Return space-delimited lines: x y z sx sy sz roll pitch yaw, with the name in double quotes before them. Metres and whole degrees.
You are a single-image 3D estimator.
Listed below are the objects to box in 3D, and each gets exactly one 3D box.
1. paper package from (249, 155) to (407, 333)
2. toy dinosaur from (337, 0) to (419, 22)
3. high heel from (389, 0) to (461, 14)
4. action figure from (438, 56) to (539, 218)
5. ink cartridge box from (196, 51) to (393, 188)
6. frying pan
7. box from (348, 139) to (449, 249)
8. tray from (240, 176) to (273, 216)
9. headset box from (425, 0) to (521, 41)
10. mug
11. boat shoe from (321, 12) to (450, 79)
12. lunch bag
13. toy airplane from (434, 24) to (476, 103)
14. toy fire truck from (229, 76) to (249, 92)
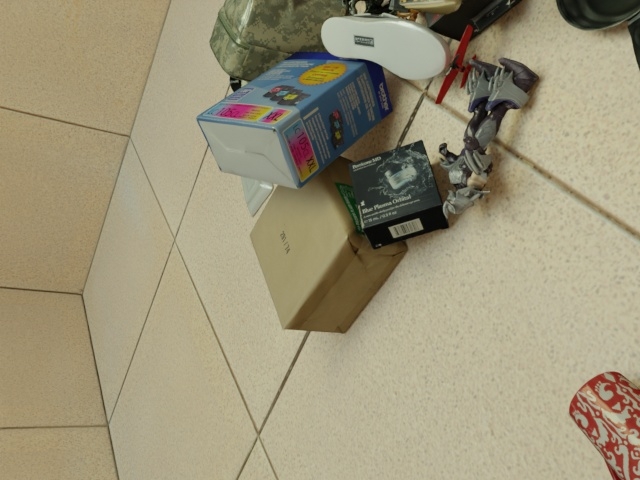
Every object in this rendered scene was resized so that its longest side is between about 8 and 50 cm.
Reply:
"paper package" 0.000 0.000 1.422 0.310 0.168 0.325 -57 39 32
"toy dinosaur" 0.153 -0.561 1.360 0.218 0.164 0.322 -16 49 38
"high heel" 0.195 -0.501 1.104 0.261 0.093 0.186 -131 49 -63
"action figure" 0.272 -0.172 1.101 0.185 0.099 0.285 -154 84 -75
"ink cartridge box" -0.031 -0.295 1.382 0.270 0.395 0.151 16 136 41
"frying pan" 0.468 -0.366 0.903 0.197 0.053 0.326 -56 42 32
"box" 0.149 -0.088 1.210 0.155 0.093 0.158 -17 57 12
"tray" -0.213 -0.220 1.927 0.145 0.030 0.270 -48 45 39
"headset box" 0.292 -0.531 1.158 0.218 0.110 0.293 -31 57 51
"mug" 0.399 0.271 0.798 0.150 0.113 0.169 -64 33 22
"boat shoe" 0.143 -0.399 1.250 0.301 0.102 0.108 23 132 38
"lunch bag" -0.100 -0.547 1.595 0.256 0.305 0.213 -60 40 35
"toy airplane" 0.258 -0.318 1.162 0.028 0.151 0.151 27 109 15
"toy fire truck" -0.170 -0.365 1.817 0.158 0.246 0.217 -9 83 17
